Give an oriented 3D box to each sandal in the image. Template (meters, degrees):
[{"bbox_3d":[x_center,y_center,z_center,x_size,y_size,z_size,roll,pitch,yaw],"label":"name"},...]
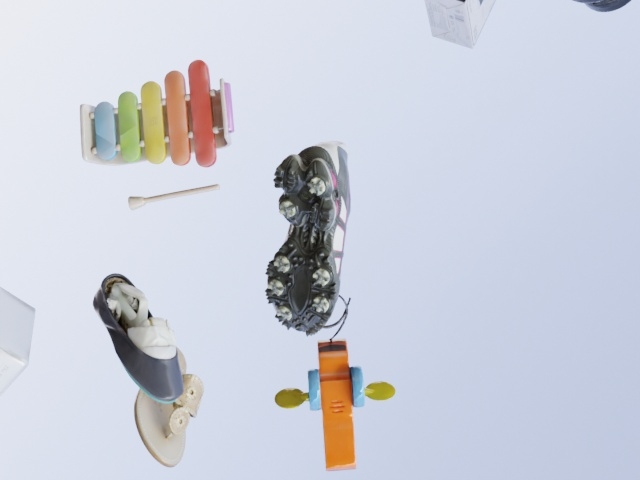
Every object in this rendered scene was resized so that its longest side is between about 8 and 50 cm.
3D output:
[{"bbox_3d":[-0.202,0.205,1.485,0.079,0.088,0.240,-43,-154,18],"label":"sandal"}]

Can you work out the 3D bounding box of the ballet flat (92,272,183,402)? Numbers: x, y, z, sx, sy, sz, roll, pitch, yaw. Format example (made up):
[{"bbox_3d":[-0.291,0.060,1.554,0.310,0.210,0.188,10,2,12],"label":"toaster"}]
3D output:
[{"bbox_3d":[-0.218,0.108,1.273,0.074,0.074,0.203,-45,-131,3],"label":"ballet flat"}]

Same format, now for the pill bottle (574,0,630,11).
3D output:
[{"bbox_3d":[0.351,-0.394,1.412,0.122,0.219,0.123,-12,-111,33],"label":"pill bottle"}]

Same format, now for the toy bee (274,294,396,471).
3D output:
[{"bbox_3d":[0.035,0.233,1.811,0.162,0.195,0.298,-101,-151,-82],"label":"toy bee"}]

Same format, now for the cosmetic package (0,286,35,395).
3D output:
[{"bbox_3d":[-0.487,0.128,1.212,0.224,0.224,0.138,-46,-156,12],"label":"cosmetic package"}]

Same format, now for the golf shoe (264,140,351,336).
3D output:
[{"bbox_3d":[0.000,0.000,1.393,0.105,0.273,0.120,20,-148,20],"label":"golf shoe"}]

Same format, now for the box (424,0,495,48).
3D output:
[{"bbox_3d":[0.296,-0.528,1.970,0.087,0.169,0.290,22,-103,20],"label":"box"}]

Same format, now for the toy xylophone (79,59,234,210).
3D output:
[{"bbox_3d":[-0.297,-0.193,2.004,0.322,0.081,0.236,-16,-101,15],"label":"toy xylophone"}]
